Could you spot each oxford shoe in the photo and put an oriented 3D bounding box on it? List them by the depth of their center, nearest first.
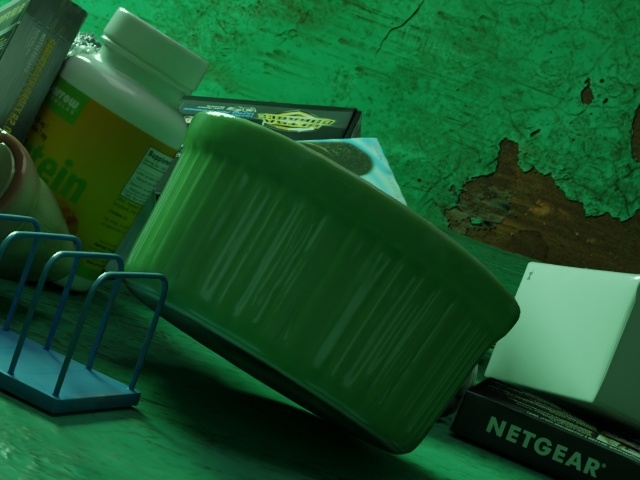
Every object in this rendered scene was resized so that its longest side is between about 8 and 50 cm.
[{"bbox_3d":[-0.382,-0.041,1.597,0.397,0.140,0.146,21,-23,34],"label":"oxford shoe"}]

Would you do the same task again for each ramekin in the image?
[{"bbox_3d":[-0.009,0.041,1.447,0.303,0.148,0.303,31,-8,5],"label":"ramekin"}]

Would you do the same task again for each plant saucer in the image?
[{"bbox_3d":[-0.203,-0.021,1.851,0.021,0.119,0.119,10,2,23],"label":"plant saucer"}]

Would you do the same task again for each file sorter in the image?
[{"bbox_3d":[-0.214,0.043,1.326,0.170,0.104,0.118,22,6,23],"label":"file sorter"}]

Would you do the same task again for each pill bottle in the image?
[{"bbox_3d":[-0.210,-0.088,1.708,0.136,0.246,0.136,33,3,-2],"label":"pill bottle"}]

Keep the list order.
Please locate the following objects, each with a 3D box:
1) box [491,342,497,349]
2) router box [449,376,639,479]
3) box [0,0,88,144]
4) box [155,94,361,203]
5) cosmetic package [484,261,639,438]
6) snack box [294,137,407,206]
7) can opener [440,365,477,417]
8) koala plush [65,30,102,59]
[{"bbox_3d":[0.072,0.041,2.178,0.270,0.060,0.216,25,-2,-33],"label":"box"},{"bbox_3d":[0.219,0.184,1.705,0.179,0.046,0.133,22,7,14],"label":"router box"},{"bbox_3d":[-0.327,-0.131,1.738,0.056,0.183,0.231,35,-26,-25],"label":"box"},{"bbox_3d":[-0.121,-0.082,2.106,0.295,0.073,0.293,6,25,10],"label":"box"},{"bbox_3d":[0.323,0.129,1.825,0.224,0.138,0.224,27,-7,-21],"label":"cosmetic package"},{"bbox_3d":[0.000,0.000,1.833,0.187,0.060,0.322,-3,33,-11],"label":"snack box"},{"bbox_3d":[0.035,0.091,1.805,0.280,0.074,0.093,24,8,37],"label":"can opener"},{"bbox_3d":[-0.271,-0.108,1.896,0.203,0.221,0.196,19,6,-8],"label":"koala plush"}]
